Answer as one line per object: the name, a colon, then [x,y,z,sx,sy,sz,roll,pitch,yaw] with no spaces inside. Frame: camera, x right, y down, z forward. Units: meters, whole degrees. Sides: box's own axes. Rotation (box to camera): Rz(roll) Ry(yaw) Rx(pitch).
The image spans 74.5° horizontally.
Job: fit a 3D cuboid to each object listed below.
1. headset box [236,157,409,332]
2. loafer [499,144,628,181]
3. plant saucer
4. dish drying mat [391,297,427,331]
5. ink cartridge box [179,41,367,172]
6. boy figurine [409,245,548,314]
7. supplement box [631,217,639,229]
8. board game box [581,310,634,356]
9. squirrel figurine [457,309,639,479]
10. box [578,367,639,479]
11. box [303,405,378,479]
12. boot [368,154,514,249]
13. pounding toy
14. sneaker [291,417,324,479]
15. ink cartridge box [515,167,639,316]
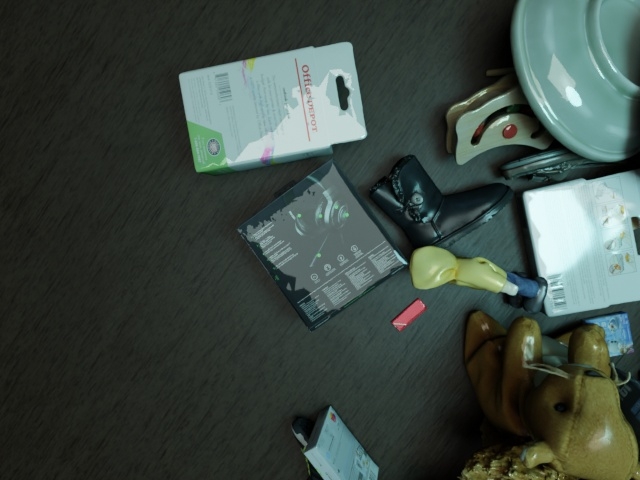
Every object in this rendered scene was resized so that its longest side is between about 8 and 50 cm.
headset box: [0.000,0.000,0.894,0.246,0.131,0.283,-37,91,5]
loafer: [0.517,-0.162,0.878,0.267,0.096,0.084,-18,99,2]
plant saucer: [0.540,-0.352,0.781,0.400,0.100,0.400,3,82,-20]
dish drying mat: [0.202,0.170,0.956,0.083,0.008,0.032,-42,90,5]
ink cartridge box: [-0.092,-0.268,0.887,0.353,0.119,0.207,-9,93,5]
boy figurine: [0.316,0.078,0.850,0.285,0.177,0.092,12,93,-17]
supplement box: [0.654,-0.052,0.903,0.098,0.036,0.062,-14,92,4]
board game box: [0.635,0.210,0.930,0.090,0.020,0.090,-13,93,5]
squirrel figurine: [0.418,0.345,0.770,0.281,0.370,0.397,13,97,5]
box: [0.535,0.431,0.740,0.097,0.395,0.318,32,101,15]
box: [0.050,0.479,0.914,0.038,0.145,0.186,-36,92,18]
boot: [0.250,-0.103,0.891,0.246,0.094,0.207,-37,95,11]
pounding toy: [0.388,-0.266,0.888,0.269,0.155,0.154,-27,121,13]
sneaker: [-0.004,0.516,0.951,0.097,0.084,0.235,-39,91,6]
ink cartridge box: [0.568,0.004,0.889,0.239,0.060,0.275,-12,93,9]
